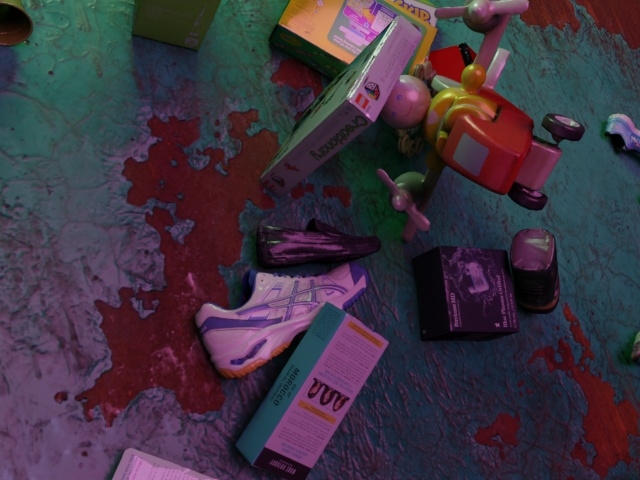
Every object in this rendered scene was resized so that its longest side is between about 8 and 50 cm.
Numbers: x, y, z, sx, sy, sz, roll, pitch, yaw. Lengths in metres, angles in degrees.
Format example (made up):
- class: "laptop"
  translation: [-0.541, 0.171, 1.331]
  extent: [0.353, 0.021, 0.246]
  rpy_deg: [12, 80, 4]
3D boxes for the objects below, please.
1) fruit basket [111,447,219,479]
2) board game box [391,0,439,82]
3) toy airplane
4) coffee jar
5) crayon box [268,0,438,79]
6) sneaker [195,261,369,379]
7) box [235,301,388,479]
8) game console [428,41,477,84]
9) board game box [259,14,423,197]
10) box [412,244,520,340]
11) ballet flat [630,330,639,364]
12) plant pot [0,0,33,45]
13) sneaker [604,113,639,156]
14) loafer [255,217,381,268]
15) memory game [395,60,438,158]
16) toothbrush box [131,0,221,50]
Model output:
- class: "fruit basket"
  translation: [-0.147, 0.479, 0.780]
  extent: [0.353, 0.165, 0.327]
  rpy_deg: [20, 63, -2]
- class: "board game box"
  translation: [0.176, -0.434, 1.314]
  extent: [0.124, 0.039, 0.259]
  rpy_deg: [24, 61, -17]
- class: "toy airplane"
  translation: [0.224, -0.216, 1.036]
  extent: [0.272, 0.384, 0.386]
  rpy_deg: [14, 75, -9]
- class: "coffee jar"
  translation: [0.407, 0.063, 1.182]
  extent: [0.184, 0.079, 0.096]
  rpy_deg: [58, 42, -50]
- class: "crayon box"
  translation: [0.064, -0.385, 1.179]
  extent: [0.278, 0.081, 0.165]
  rpy_deg: [27, 76, -12]
- class: "sneaker"
  translation: [-0.052, 0.087, 0.966]
  extent: [0.296, 0.112, 0.131]
  rpy_deg: [-30, 87, -33]
- class: "box"
  translation: [-0.010, 0.220, 0.904]
  extent: [0.100, 0.060, 0.244]
  rpy_deg: [38, 82, -33]
- class: "game console"
  translation: [0.304, -0.344, 1.359]
  extent: [0.124, 0.085, 0.144]
  rpy_deg: [5, 67, -59]
- class: "board game box"
  translation: [0.022, -0.200, 0.991]
  extent: [0.053, 0.305, 0.193]
  rpy_deg: [37, 60, -14]
- class: "box"
  translation: [0.262, 0.098, 1.135]
  extent: [0.158, 0.093, 0.156]
  rpy_deg: [4, 71, -25]
- class: "ballet flat"
  translation: [0.731, 0.228, 1.350]
  extent: [0.221, 0.077, 0.079]
  rpy_deg: [8, 51, -30]
- class: "plant pot"
  translation: [-0.474, -0.347, 0.928]
  extent: [0.083, 0.083, 0.079]
  rpy_deg: [-4, 61, -28]
- class: "sneaker"
  translation: [0.757, -0.236, 1.538]
  extent: [0.162, 0.063, 0.073]
  rpy_deg: [36, 77, -7]
- class: "loafer"
  translation: [0.000, 0.000, 1.043]
  extent: [0.223, 0.076, 0.078]
  rpy_deg: [-3, 82, -24]
- class: "memory game"
  translation: [0.188, -0.247, 1.193]
  extent: [0.012, 0.186, 0.186]
  rpy_deg: [16, 55, 28]
- class: "toothbrush box"
  translation: [-0.207, -0.473, 0.983]
  extent: [0.122, 0.283, 0.206]
  rpy_deg: [8, 70, -25]
